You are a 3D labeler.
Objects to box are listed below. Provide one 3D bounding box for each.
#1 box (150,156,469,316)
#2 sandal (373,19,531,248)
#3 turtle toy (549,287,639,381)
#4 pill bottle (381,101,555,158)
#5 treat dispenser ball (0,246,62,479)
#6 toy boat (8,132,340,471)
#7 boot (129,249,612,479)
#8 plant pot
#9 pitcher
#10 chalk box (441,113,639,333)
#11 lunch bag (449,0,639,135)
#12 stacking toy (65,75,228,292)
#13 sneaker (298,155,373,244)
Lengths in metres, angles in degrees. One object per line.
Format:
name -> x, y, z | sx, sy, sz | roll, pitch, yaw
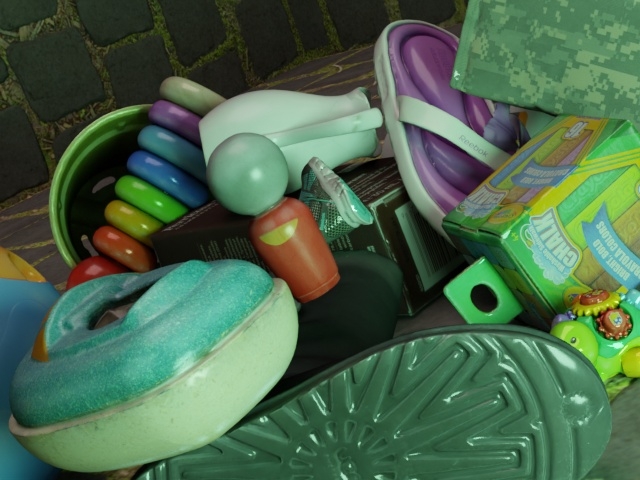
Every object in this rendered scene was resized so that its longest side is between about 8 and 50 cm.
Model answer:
box -> 0.000, 0.000, 1.613 | 0.381, 0.143, 0.191 | -9, 17, 44
sandal -> 0.157, -0.119, 1.456 | 0.169, 0.102, 0.416 | -4, 46, -25
turtle toy -> 0.227, 0.079, 1.118 | 0.095, 0.066, 0.130 | -9, 17, 39
pill bottle -> 0.214, -0.105, 1.659 | 0.162, 0.162, 0.278 | -30, 17, -36
treat dispenser ball -> -0.360, 0.135, 1.265 | 0.288, 0.288, 0.288 | -19, 13, 5
toy boat -> -0.107, 0.043, 1.035 | 0.267, 0.148, 0.318 | -19, 18, 44
boot -> 0.042, 0.109, 1.152 | 0.367, 0.146, 0.445 | -16, 9, 9
plant pot -> -0.255, -0.035, 1.929 | 0.276, 0.276, 0.254 | -24, 2, -16
pitcher -> -0.032, -0.118, 1.554 | 0.207, 0.125, 0.178 | -12, 0, -1
chalk box -> 0.212, 0.000, 1.257 | 0.213, 0.132, 0.132 | -43, 19, -10
lunch bag -> 0.297, -0.222, 1.436 | 0.235, 0.169, 0.287 | 18, 21, 17
stacking toy -> -0.216, -0.039, 1.751 | 0.330, 0.141, 0.141 | -61, 21, -5
sneaker -> -0.005, -0.035, 1.394 | 0.076, 0.065, 0.166 | -40, 18, 1
